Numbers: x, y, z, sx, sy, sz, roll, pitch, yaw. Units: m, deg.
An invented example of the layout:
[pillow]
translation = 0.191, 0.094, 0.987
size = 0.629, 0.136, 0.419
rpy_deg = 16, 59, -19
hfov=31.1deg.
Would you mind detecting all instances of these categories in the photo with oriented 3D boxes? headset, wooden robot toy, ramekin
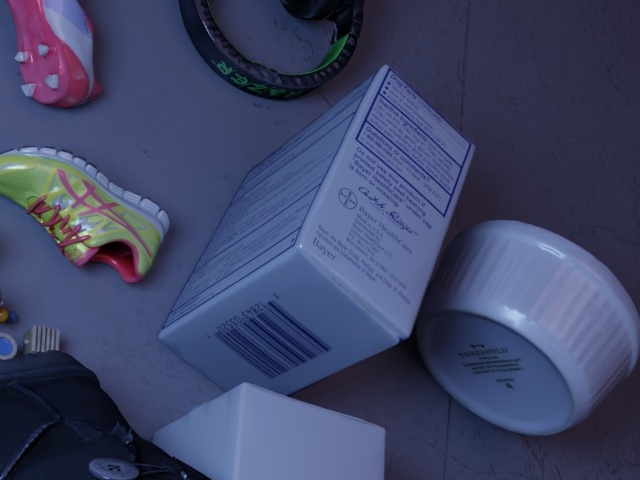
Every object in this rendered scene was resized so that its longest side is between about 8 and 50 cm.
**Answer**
[headset]
translation = -0.063, -0.369, 1.507
size = 0.243, 0.185, 0.394
rpy_deg = 19, 71, -27
[wooden robot toy]
translation = -0.316, 0.070, 1.065
size = 0.173, 0.079, 0.076
rpy_deg = 31, 50, -23
[ramekin]
translation = 0.238, 0.117, 1.382
size = 0.273, 0.273, 0.127
rpy_deg = 46, 58, -10

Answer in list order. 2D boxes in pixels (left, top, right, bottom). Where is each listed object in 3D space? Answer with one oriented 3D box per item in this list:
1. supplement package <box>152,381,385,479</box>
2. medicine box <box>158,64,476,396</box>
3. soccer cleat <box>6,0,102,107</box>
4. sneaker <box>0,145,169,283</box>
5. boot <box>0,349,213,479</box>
[supplement package]
translation = -0.059, 0.312, 1.076
size = 0.175, 0.177, 0.293
rpy_deg = 22, 55, -29
[medicine box]
translation = 0.000, 0.000, 1.236
size = 0.149, 0.263, 0.289
rpy_deg = 40, 48, -17
[soccer cleat]
translation = -0.294, -0.266, 1.244
size = 0.095, 0.083, 0.248
rpy_deg = -12, 92, -63
[sneaker]
translation = -0.249, -0.022, 1.171
size = 0.208, 0.081, 0.094
rpy_deg = 26, 55, -27
[boot]
translation = -0.195, 0.254, 0.839
size = 0.445, 0.146, 0.367
rpy_deg = 32, 35, 35
